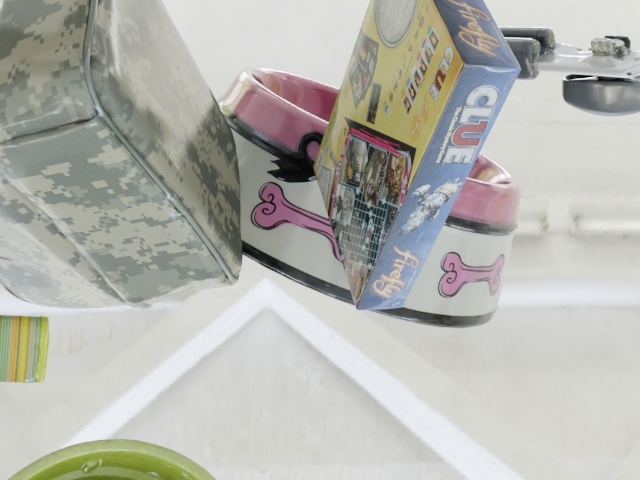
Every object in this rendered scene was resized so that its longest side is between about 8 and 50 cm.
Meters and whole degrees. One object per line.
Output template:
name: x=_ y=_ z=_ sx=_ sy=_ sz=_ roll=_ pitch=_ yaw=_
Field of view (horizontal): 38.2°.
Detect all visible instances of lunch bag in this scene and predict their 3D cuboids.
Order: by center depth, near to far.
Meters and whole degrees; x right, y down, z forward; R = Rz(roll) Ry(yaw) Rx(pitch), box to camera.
lunch bag: x=-0.230 y=-0.079 z=0.759 sx=0.256 sy=0.305 sz=0.212 roll=-15 pitch=-125 yaw=10

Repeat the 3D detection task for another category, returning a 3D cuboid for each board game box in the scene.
board game box: x=0.059 y=-0.086 z=0.699 sx=0.042 sy=0.243 sz=0.165 roll=1 pitch=-132 yaw=-19

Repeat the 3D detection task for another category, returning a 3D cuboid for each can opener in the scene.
can opener: x=0.225 y=-0.189 z=1.012 sx=0.280 sy=0.093 sz=0.074 roll=15 pitch=-146 yaw=32

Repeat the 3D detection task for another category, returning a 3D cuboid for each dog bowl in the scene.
dog bowl: x=0.041 y=-0.066 z=1.044 sx=0.408 sy=0.150 sz=0.408 roll=22 pitch=-164 yaw=-6

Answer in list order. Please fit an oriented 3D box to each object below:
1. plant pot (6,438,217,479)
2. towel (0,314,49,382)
plant pot: x=-0.221 y=0.346 z=0.879 sx=0.276 sy=0.254 sz=0.276 roll=8 pitch=-113 yaw=-21
towel: x=-0.490 y=0.140 z=1.245 sx=0.237 sy=0.102 sz=0.021 roll=5 pitch=-159 yaw=-16
